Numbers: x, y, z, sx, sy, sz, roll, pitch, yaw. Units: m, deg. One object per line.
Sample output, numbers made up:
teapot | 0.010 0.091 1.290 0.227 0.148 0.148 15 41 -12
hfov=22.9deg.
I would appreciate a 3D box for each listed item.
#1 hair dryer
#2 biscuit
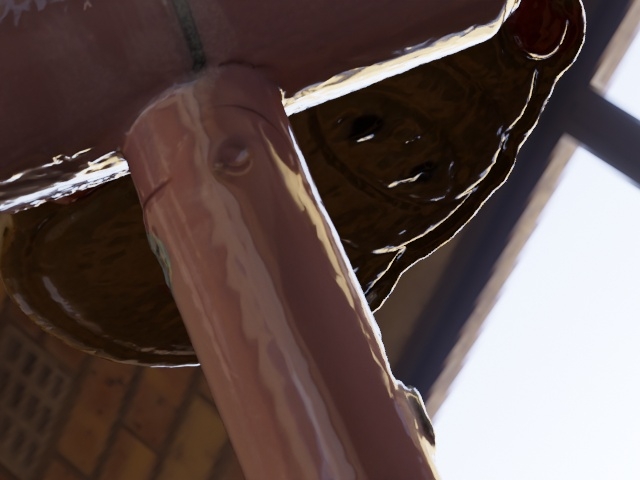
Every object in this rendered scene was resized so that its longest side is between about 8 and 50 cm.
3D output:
hair dryer | 0.000 0.000 0.531 0.210 0.352 0.125 -20 -18 -7
biscuit | -0.016 -0.053 0.947 0.381 0.074 0.359 -31 -32 14
